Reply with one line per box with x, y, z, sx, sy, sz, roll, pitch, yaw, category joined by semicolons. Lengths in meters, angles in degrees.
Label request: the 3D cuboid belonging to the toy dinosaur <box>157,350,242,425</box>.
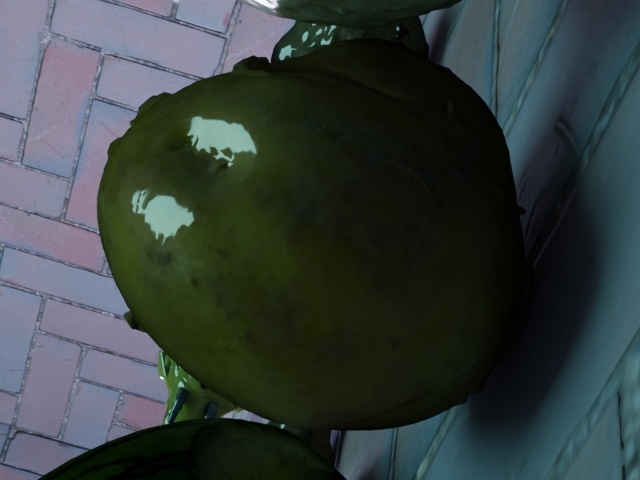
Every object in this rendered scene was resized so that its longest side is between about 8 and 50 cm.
-0.075;0.065;1.325;0.153;0.094;0.259;-120;55;-82;toy dinosaur

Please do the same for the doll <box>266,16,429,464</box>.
0.001;-0.010;0.852;0.202;0.091;0.286;-31;-52;-81;doll

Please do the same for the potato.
0.000;0.000;0.484;0.176;0.137;0.137;-23;-46;-66;potato

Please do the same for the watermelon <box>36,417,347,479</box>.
-0.094;0.217;0.598;0.331;0.189;0.331;-158;90;-88;watermelon

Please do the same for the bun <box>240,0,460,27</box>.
0.045;-0.177;0.500;0.244;0.153;0.244;-45;30;35;bun
